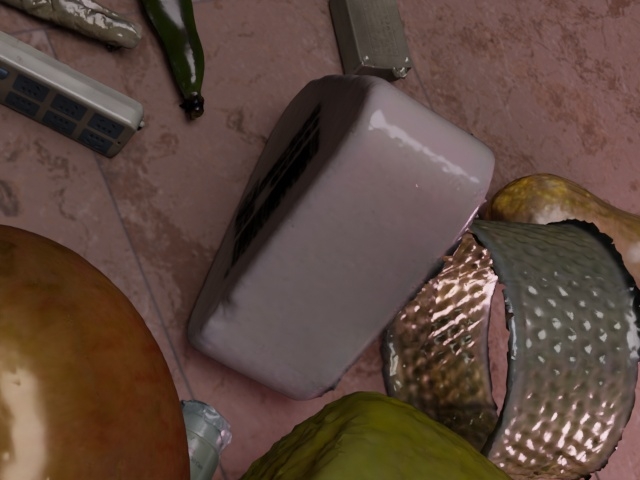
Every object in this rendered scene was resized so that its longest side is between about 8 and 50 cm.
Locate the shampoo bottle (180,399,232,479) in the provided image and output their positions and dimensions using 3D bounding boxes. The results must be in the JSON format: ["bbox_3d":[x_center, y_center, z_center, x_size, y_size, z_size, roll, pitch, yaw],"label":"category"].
[{"bbox_3d":[-0.152,0.243,0.991,0.072,0.049,0.212,31,59,-5],"label":"shampoo bottle"}]

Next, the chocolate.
[{"bbox_3d":[0.329,0.015,1.299,0.309,0.134,0.134,22,62,-16],"label":"chocolate"}]

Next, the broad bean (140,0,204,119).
[{"bbox_3d":[-0.174,-0.269,1.174,0.060,0.043,0.298,-23,85,-23],"label":"broad bean"}]

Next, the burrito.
[{"bbox_3d":[-0.270,-0.243,1.112,0.185,0.041,0.045,21,72,-18],"label":"burrito"}]

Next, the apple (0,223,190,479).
[{"bbox_3d":[-0.266,0.156,0.785,0.363,0.364,0.364,10,67,-25],"label":"apple"}]

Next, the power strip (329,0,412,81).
[{"bbox_3d":[0.054,-0.265,1.298,0.075,0.042,0.175,-2,72,-30],"label":"power strip"}]

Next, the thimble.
[{"bbox_3d":[0.181,0.105,1.098,0.150,0.271,0.271,3,70,-24],"label":"thimble"}]

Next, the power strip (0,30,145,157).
[{"bbox_3d":[-0.261,-0.143,1.055,0.192,0.081,0.035,26,63,-19],"label":"power strip"}]

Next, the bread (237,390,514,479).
[{"bbox_3d":[0.042,0.308,0.912,0.308,0.348,0.348,44,57,1],"label":"bread"}]

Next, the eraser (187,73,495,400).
[{"bbox_3d":[0.000,0.000,1.069,0.149,0.331,0.331,27,61,-16],"label":"eraser"}]
